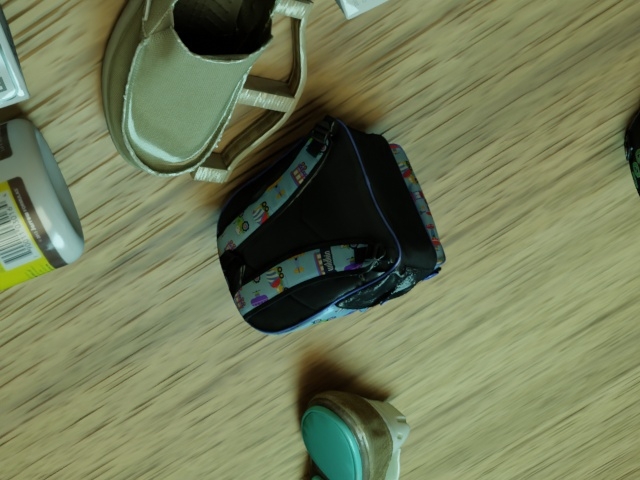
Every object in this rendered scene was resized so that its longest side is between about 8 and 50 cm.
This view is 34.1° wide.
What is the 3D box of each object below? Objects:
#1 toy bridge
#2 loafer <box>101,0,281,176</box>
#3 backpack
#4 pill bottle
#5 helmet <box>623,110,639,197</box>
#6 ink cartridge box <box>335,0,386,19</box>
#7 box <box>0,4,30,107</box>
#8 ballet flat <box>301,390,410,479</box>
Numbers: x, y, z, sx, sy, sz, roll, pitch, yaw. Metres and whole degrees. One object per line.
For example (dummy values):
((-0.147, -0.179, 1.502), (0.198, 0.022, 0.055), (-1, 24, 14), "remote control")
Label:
((-0.050, -0.120, 0.854), (0.063, 0.026, 0.188), (6, 129, -33), "toy bridge")
((-0.092, -0.145, 0.758), (0.101, 0.092, 0.269), (0, 132, -27), "loafer")
((0.000, 0.000, 0.910), (0.173, 0.158, 0.117), (-34, 158, 28), "backpack")
((-0.296, -0.002, 0.779), (0.215, 0.117, 0.117), (-22, 138, -6), "pill bottle")
((0.399, -0.071, 1.029), (0.169, 0.162, 0.169), (-14, 137, -14), "helmet")
((0.076, -0.271, 0.722), (0.203, 0.086, 0.148), (-26, 138, 0), "ink cartridge box")
((-0.297, -0.190, 0.608), (0.169, 0.087, 0.290), (-20, 138, -12), "box")
((0.047, 0.265, 1.240), (0.124, 0.116, 0.342), (-31, 143, -27), "ballet flat")
